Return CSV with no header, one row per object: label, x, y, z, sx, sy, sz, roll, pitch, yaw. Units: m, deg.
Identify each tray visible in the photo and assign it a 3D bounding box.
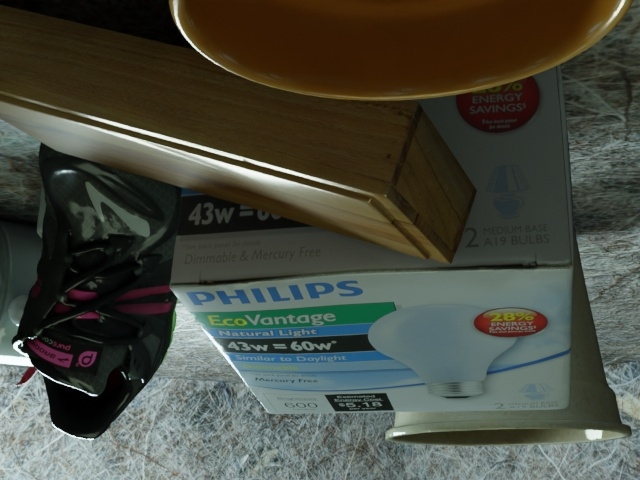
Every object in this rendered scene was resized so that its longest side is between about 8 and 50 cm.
tray,-0.097,-0.087,0.829,0.411,0.076,0.203,18,172,23

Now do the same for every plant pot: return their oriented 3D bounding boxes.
plant pot,0.254,0.127,1.468,0.334,0.305,0.334,-1,165,0
plant pot,0.034,-0.190,0.484,0.205,0.188,0.205,-1,166,0

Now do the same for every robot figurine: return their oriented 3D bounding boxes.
robot figurine,-0.427,0.077,1.472,0.353,0.200,0.300,11,180,-39

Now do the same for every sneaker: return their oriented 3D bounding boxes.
sneaker,-0.243,0.059,1.173,0.185,0.202,0.483,12,135,5

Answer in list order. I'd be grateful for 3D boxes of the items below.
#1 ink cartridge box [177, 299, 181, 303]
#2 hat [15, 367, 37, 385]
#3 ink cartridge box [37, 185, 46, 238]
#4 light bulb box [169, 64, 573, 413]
ink cartridge box,-0.157,0.022,1.445,0.181,0.056,0.225,-4,-158,-17
hat,-0.408,0.152,1.790,0.173,0.183,0.208,8,163,-29
ink cartridge box,-0.280,-0.028,1.342,0.150,0.063,0.109,0,166,-3
light bulb box,0.076,0.015,1.064,0.358,0.225,0.361,-4,152,12
